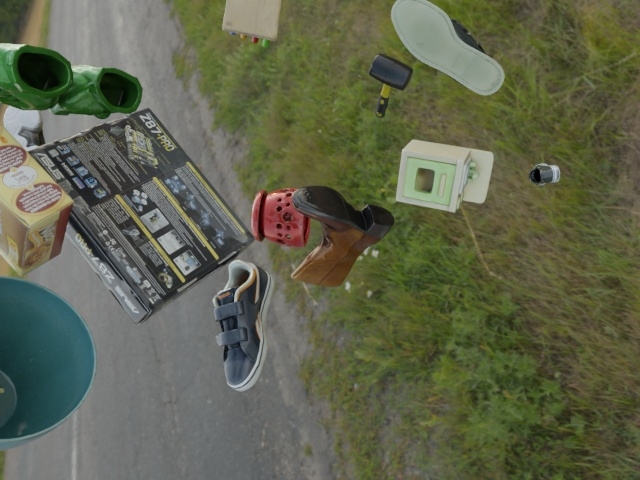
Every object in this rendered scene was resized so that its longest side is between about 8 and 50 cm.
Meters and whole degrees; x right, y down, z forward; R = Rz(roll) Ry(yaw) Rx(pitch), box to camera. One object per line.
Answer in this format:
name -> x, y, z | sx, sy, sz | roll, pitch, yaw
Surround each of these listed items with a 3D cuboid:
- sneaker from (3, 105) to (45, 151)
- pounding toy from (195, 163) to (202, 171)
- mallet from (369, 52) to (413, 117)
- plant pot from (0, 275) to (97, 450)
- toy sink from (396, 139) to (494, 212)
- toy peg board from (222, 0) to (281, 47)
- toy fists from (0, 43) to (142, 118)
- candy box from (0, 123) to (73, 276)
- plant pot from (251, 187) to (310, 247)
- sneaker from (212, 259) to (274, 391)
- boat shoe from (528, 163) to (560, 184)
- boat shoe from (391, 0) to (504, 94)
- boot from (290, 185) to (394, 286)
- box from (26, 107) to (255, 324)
sneaker -> -0.861, -0.282, 1.708 | 0.153, 0.101, 0.268 | 116, 138, -69
pounding toy -> -0.424, -0.192, 1.502 | 0.094, 0.206, 0.180 | 25, 99, 49
mallet -> 0.098, -0.246, 0.932 | 0.039, 0.062, 0.190 | -62, 3, -8
plant pot -> -0.561, 0.233, 0.967 | 0.195, 0.290, 0.290 | -43, 44, 33
toy sink -> 0.342, -0.173, 1.577 | 0.234, 0.131, 0.152 | 14, 118, 17
toy peg board -> -0.209, -0.671, 1.737 | 0.079, 0.161, 0.161 | 122, 154, -68
toy fists -> -0.444, -0.259, 0.960 | 0.142, 0.279, 0.096 | 12, 99, 27
candy box -> -0.551, -0.111, 0.932 | 0.316, 0.087, 0.183 | 47, 140, 2
plant pot -> -0.124, -0.078, 1.833 | 0.191, 0.174, 0.190 | 6, -90, -84
sneaker -> -0.201, 0.195, 1.381 | 0.126, 0.127, 0.320 | -22, 47, 31
boat shoe -> 0.483, -0.146, 1.262 | 0.142, 0.040, 0.049 | -63, -33, -86
boat shoe -> 0.329, -0.507, 1.490 | 0.127, 0.340, 0.113 | -57, 3, 22
boot -> 0.000, 0.000, 1.388 | 0.280, 0.264, 0.096 | -50, 43, 41
box -> -0.376, -0.068, 1.216 | 0.394, 0.318, 0.097 | 51, 138, 0
